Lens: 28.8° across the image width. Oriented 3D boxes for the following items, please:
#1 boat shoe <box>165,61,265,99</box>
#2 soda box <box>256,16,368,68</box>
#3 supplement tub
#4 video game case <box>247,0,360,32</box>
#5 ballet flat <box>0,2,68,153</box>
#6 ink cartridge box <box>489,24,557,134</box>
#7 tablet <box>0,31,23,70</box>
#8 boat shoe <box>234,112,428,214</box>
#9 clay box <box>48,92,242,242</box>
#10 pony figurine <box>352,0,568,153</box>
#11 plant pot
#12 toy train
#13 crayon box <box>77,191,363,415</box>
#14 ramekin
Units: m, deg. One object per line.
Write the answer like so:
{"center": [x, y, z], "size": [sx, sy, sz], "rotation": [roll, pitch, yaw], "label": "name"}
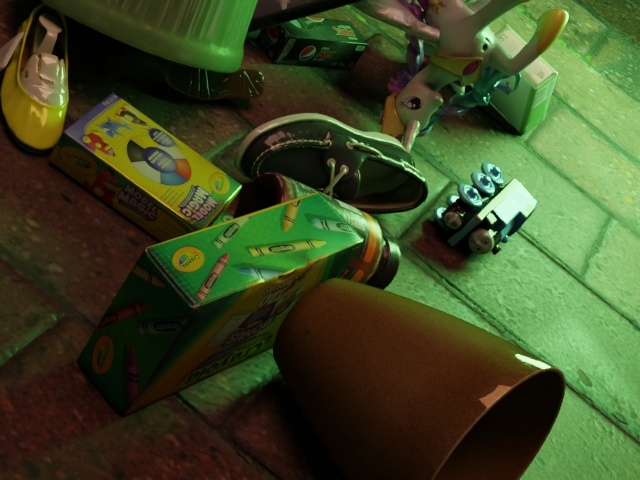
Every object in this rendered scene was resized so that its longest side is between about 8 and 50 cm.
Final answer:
{"center": [-0.147, -0.215, 1.669], "size": [0.153, 0.048, 0.056], "rotation": [-3, 94, -39], "label": "boat shoe"}
{"center": [-0.012, -0.301, 1.885], "size": [0.169, 0.053, 0.060], "rotation": [-3, 49, -44], "label": "soda box"}
{"center": [0.000, 0.000, 1.470], "size": [0.198, 0.106, 0.106], "rotation": [24, 34, -33], "label": "supplement tub"}
{"center": [-0.001, -0.404, 1.827], "size": [0.026, 0.274, 0.196], "rotation": [55, 31, -43], "label": "video game case"}
{"center": [-0.328, -0.202, 1.458], "size": [0.077, 0.077, 0.231], "rotation": [18, 38, -25], "label": "ballet flat"}
{"center": [0.281, -0.300, 2.054], "size": [0.056, 0.171, 0.235], "rotation": [-38, 73, -11], "label": "ink cartridge box"}
{"center": [-0.374, -0.210, 1.449], "size": [0.006, 0.054, 0.083], "rotation": [46, 28, -25], "label": "tablet"}
{"center": [0.025, -0.091, 1.606], "size": [0.302, 0.114, 0.091], "rotation": [-2, 43, -42], "label": "boat shoe"}
{"center": [-0.188, -0.069, 1.443], "size": [0.222, 0.053, 0.127], "rotation": [35, 33, -1], "label": "clay box"}
{"center": [0.186, -0.321, 1.828], "size": [0.302, 0.363, 0.351], "rotation": [32, 27, -36], "label": "pony figurine"}
{"center": [0.080, 0.154, 1.282], "size": [0.254, 0.237, 0.237], "rotation": [38, 31, 29], "label": "plant pot"}
{"center": [0.235, -0.042, 1.768], "size": [0.105, 0.080, 0.184], "rotation": [46, 34, 4], "label": "toy train"}
{"center": [-0.096, 0.058, 1.267], "size": [0.081, 0.165, 0.278], "rotation": [47, 35, 16], "label": "crayon box"}
{"center": [-0.215, -0.343, 1.581], "size": [0.303, 0.148, 0.303], "rotation": [23, 15, -7], "label": "ramekin"}
